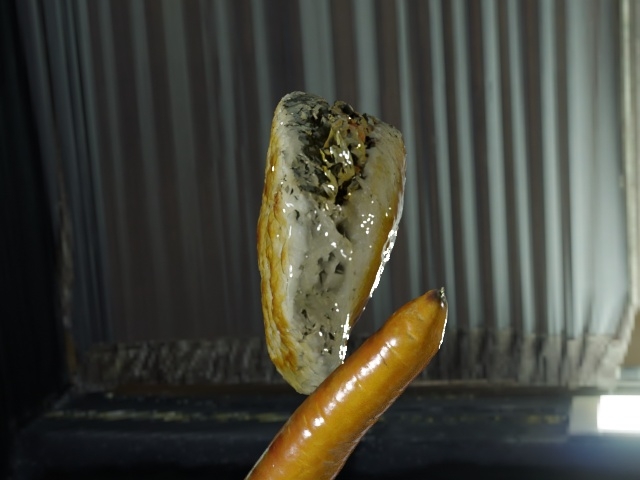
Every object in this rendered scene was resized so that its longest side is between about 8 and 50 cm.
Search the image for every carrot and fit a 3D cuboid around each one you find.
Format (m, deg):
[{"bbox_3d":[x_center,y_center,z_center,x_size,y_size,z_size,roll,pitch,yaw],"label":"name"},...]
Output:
[{"bbox_3d":[0.000,0.085,0.492,0.037,0.190,0.037,20,-142,-16],"label":"carrot"}]

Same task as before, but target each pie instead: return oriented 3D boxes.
[{"bbox_3d":[0.000,0.000,0.651,0.079,0.163,0.193,11,-161,-4],"label":"pie"}]
